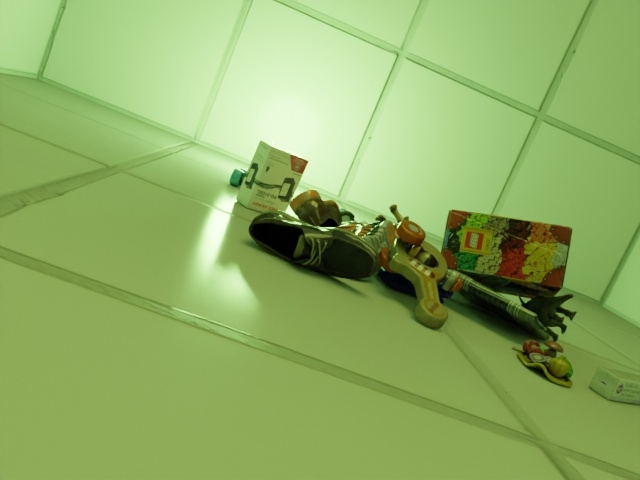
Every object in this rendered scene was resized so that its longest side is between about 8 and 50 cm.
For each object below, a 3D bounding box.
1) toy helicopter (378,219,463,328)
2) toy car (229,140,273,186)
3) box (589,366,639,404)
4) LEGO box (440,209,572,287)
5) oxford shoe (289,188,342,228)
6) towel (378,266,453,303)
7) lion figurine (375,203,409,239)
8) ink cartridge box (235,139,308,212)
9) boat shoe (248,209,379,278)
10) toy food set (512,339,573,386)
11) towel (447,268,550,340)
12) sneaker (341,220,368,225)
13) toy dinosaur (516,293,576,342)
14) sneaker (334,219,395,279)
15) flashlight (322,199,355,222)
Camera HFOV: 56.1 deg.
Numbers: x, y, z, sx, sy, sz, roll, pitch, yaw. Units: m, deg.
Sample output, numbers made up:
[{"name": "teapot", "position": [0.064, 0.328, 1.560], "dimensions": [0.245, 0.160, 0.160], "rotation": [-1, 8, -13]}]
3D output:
[{"name": "toy helicopter", "position": [0.293, 0.113, 1.615], "dimensions": [0.235, 0.140, 0.355], "rotation": [23, 32, -14]}, {"name": "toy car", "position": [-0.235, -0.313, 2.573], "dimensions": [0.219, 0.237, 0.210], "rotation": [23, 9, 2]}, {"name": "box", "position": [0.837, 0.395, 1.602], "dimensions": [0.324, 0.063, 0.067], "rotation": [16, 10, -36]}, {"name": "LEGO box", "position": [0.626, 0.064, 2.056], "dimensions": [0.373, 0.193, 0.500], "rotation": [10, -8, 19]}, {"name": "oxford shoe", "position": [0.006, -0.060, 1.999], "dimensions": [0.132, 0.130, 0.364], "rotation": [59, 13, 16]}, {"name": "towel", "position": [0.262, 0.107, 1.890], "dimensions": [0.228, 0.076, 0.308], "rotation": [13, 11, -13]}, {"name": "lion figurine", "position": [0.332, 0.009, 2.379], "dimensions": [0.392, 0.142, 0.240], "rotation": [20, 40, -58]}, {"name": "ink cartridge box", "position": [-0.175, -0.217, 2.167], "dimensions": [0.172, 0.237, 0.100], "rotation": [16, 14, -39]}, {"name": "boat shoe", "position": [-0.028, 0.024, 1.537], "dimensions": [0.356, 0.132, 0.130], "rotation": [16, 17, 17]}, {"name": "toy food set", "position": [0.577, 0.294, 1.533], "dimensions": [0.128, 0.071, 0.218], "rotation": [23, 9, 0]}, {"name": "towel", "position": [0.564, 0.199, 1.897], "dimensions": [0.312, 0.056, 0.324], "rotation": [28, -4, 33]}, {"name": "sneaker", "position": [0.146, -0.002, 2.217], "dimensions": [0.124, 0.107, 0.283], "rotation": [2, 13, -24]}, {"name": "toy dinosaur", "position": [0.728, 0.239, 1.966], "dimensions": [0.160, 0.121, 0.313], "rotation": [25, -13, 10]}, {"name": "sneaker", "position": [0.095, 0.033, 1.798], "dimensions": [0.180, 0.124, 0.321], "rotation": [-4, 16, 28]}, {"name": "flashlight", "position": [0.034, -0.115, 2.531], "dimensions": [0.103, 0.103, 0.304], "rotation": [48, -7, -31]}]
